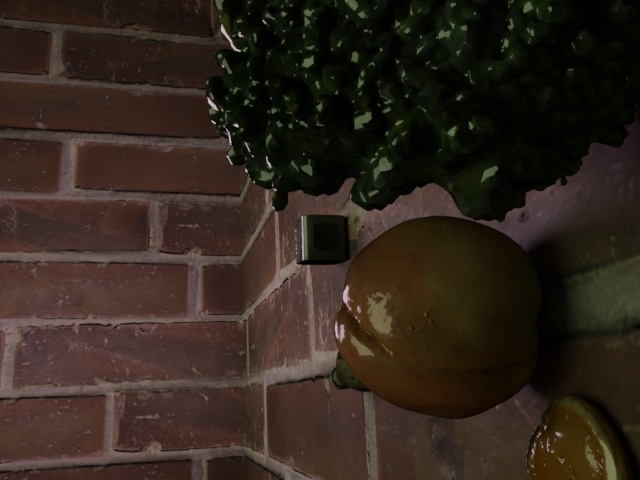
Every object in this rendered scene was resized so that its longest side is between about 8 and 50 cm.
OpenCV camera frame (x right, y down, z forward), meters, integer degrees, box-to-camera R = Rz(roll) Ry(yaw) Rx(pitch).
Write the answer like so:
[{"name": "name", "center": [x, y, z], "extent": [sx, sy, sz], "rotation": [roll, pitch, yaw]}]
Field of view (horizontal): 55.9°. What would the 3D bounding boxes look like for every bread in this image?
[{"name": "bread", "center": [0.195, 0.174, 0.461], "extent": [0.110, 0.024, 0.110], "rotation": [180, 90, -75]}]

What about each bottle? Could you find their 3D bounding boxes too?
[{"name": "bottle", "center": [0.060, 0.179, 0.865], "extent": [0.269, 0.083, 0.083], "rotation": [116, 151, -65]}]

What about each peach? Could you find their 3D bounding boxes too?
[{"name": "peach", "center": [0.101, 0.067, 0.539], "extent": [0.184, 0.184, 0.184], "rotation": [-179, 90, -75]}]

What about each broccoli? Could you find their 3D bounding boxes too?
[{"name": "broccoli", "center": [0.071, -0.170, 0.448], "extent": [0.272, 0.324, 0.334], "rotation": [111, 169, -77]}]

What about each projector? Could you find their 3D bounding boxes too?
[{"name": "projector", "center": [0.000, 0.000, 1.093], "extent": [0.083, 0.083, 0.082], "rotation": [148, 121, -73]}]
